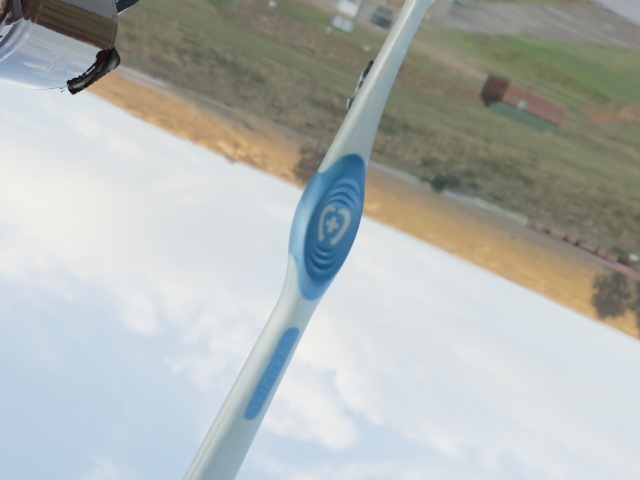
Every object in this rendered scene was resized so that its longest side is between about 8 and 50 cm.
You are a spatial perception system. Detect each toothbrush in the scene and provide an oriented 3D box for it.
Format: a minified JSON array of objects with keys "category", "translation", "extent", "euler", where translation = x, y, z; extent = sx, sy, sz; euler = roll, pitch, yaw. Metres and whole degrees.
[{"category":"toothbrush","translation":[-0.002,-0.002,0.549],"extent":[0.040,0.386,0.040],"euler":[25,-167,-6]}]

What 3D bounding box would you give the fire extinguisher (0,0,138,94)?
[{"category":"fire extinguisher","translation":[-0.177,-0.141,0.632],"extent":[0.105,0.104,0.269],"euler":[24,-175,2]}]
